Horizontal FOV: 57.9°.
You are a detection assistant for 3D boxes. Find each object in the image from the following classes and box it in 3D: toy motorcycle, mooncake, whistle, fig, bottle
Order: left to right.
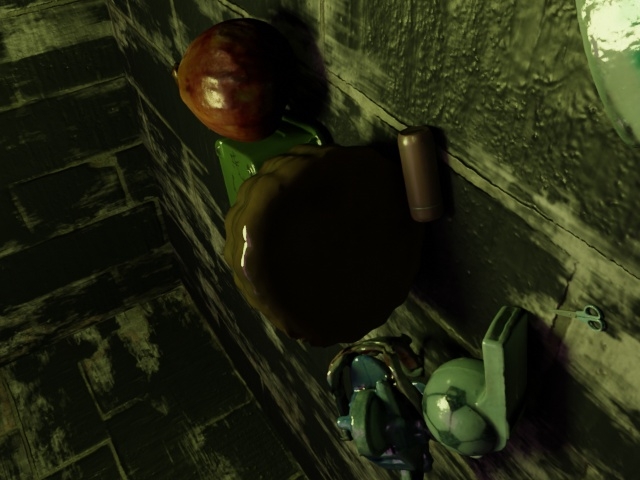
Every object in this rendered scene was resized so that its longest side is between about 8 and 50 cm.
[{"bbox_3d":[-0.156,-0.304,1.092,0.263,0.224,0.223,26,136,53],"label":"fig"},{"bbox_3d":[0.000,-0.001,0.954,0.187,0.324,0.323,26,136,63],"label":"mooncake"},{"bbox_3d":[0.149,0.298,1.045,0.182,0.241,0.319,18,157,39],"label":"toy motorcycle"},{"bbox_3d":[0.151,-0.098,0.865,0.053,0.053,0.140,27,136,56],"label":"bottle"},{"bbox_3d":[0.232,0.230,0.897,0.163,0.164,0.289,31,138,53],"label":"whistle"}]

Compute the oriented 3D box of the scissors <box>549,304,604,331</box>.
[{"bbox_3d":[0.326,0.095,0.742,0.083,0.006,0.036,5,115,64],"label":"scissors"}]

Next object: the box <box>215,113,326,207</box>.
[{"bbox_3d":[-0.090,-0.087,1.236,0.253,0.178,0.328,32,141,50],"label":"box"}]

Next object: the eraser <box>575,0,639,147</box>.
[{"bbox_3d":[0.318,-0.174,0.367,0.290,0.104,0.189,-3,106,65],"label":"eraser"}]
